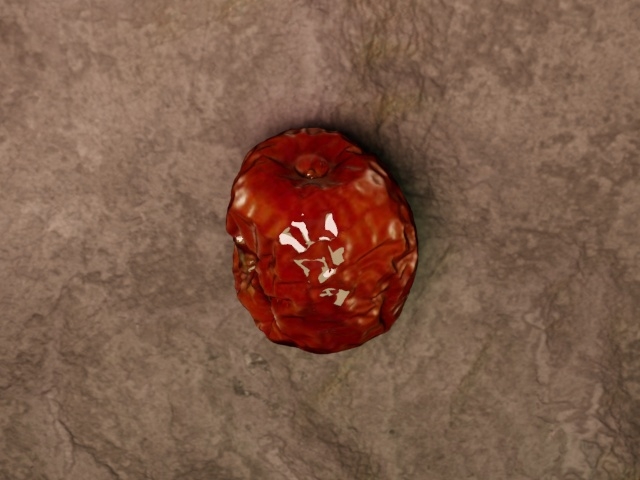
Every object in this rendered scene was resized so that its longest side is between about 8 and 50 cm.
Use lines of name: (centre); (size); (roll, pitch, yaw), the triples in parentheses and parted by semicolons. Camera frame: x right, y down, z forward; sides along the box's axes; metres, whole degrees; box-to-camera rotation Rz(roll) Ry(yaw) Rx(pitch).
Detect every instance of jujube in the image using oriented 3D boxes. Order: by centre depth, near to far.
jujube: (0.000, 0.000, 1.676); (0.213, 0.213, 0.232); (1, 130, 0)
